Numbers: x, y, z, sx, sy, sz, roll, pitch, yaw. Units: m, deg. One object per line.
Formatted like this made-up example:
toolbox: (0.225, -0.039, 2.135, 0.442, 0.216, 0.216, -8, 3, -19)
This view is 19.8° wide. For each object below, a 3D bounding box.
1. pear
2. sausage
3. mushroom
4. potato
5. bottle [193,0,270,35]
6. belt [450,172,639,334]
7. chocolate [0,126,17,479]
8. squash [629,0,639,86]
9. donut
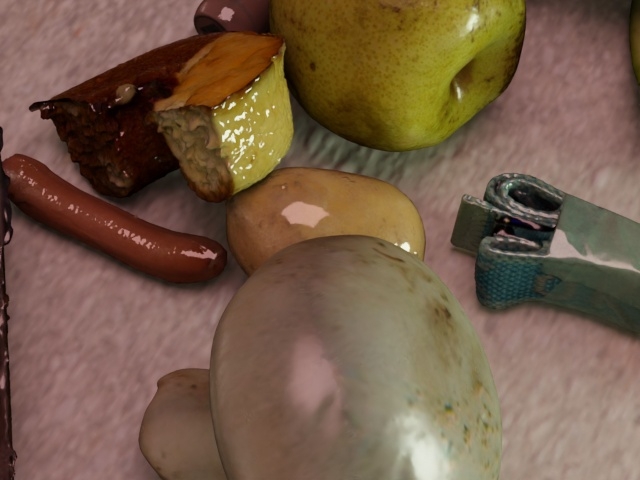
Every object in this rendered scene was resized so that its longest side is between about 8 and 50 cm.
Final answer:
pear: (0.050, -0.169, 1.362, 0.197, 0.197, 0.197, 1, 60, -2)
sausage: (-0.155, -0.012, 1.345, 0.186, 0.043, 0.043, 25, 62, 12)
mushroom: (-0.005, 0.121, 1.201, 0.244, 0.243, 0.243, 1, 60, -2)
potato: (0.003, 0.000, 1.312, 0.147, 0.112, 0.112, 2, 60, -9)
bottle: (-0.039, -0.205, 1.454, 0.053, 0.053, 0.140, 34, 64, 16)
belt: (0.239, 0.036, 1.317, 0.302, 0.072, 0.087, 19, 59, 8)
chocolate: (-0.255, 0.076, 1.251, 0.112, 0.112, 0.321, -6, 62, -5)
squash: (0.278, -0.168, 1.416, 0.093, 0.169, 0.252, -38, 60, 26)
donut: (-0.090, -0.087, 1.323, 0.141, 0.085, 0.217, -33, 23, -29)
